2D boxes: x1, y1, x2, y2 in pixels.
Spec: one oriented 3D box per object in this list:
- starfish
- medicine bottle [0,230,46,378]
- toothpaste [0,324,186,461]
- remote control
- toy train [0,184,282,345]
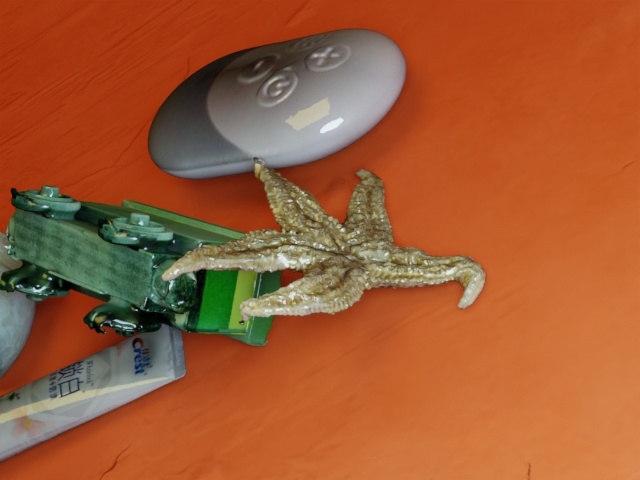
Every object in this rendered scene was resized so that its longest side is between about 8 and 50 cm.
[{"bbox_3d":[0.000,0.004,1.289,0.299,0.060,0.302,2,28,-6],"label":"starfish"},{"bbox_3d":[-0.396,0.073,1.518,0.147,0.147,0.143,-6,46,34],"label":"medicine bottle"},{"bbox_3d":[-0.288,0.177,1.402,0.323,0.066,0.100,-25,33,6],"label":"toothpaste"},{"bbox_3d":[-0.054,-0.155,1.506,0.332,0.103,0.221,-8,35,35],"label":"remote control"},{"bbox_3d":[-0.192,0.022,1.363,0.301,0.202,0.120,15,96,46],"label":"toy train"}]
